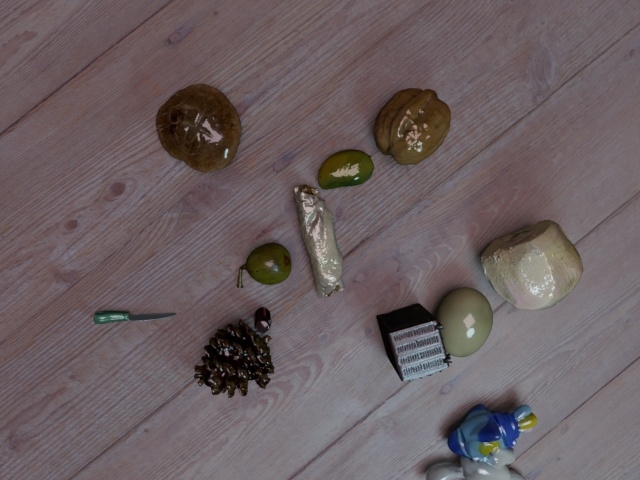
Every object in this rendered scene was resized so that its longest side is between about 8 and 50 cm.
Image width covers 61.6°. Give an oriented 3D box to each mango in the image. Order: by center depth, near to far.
[{"bbox_3d":[0.082,-0.238,1.775,0.191,0.085,0.122,-9,100,-6],"label":"mango"}]

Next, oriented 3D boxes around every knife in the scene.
[{"bbox_3d":[-0.608,0.250,1.758,0.260,0.063,0.035,-1,100,-6],"label":"knife"}]

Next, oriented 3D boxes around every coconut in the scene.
[{"bbox_3d":[0.707,0.093,1.773,0.297,0.297,0.255,-27,96,-3],"label":"coconut"}]

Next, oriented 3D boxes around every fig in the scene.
[{"bbox_3d":[-0.184,0.079,1.770,0.142,0.186,0.148,-41,127,-43],"label":"fig"}]

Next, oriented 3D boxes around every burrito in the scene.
[{"bbox_3d":[0.000,0.000,1.797,0.117,0.076,0.392,-16,99,-11],"label":"burrito"}]

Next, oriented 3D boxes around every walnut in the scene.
[{"bbox_3d":[0.296,-0.373,1.721,0.224,0.257,0.257,35,91,24],"label":"walnut"}]

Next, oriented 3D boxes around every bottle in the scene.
[{"bbox_3d":[-0.188,0.261,1.754,0.060,0.164,0.060,-1,95,-6],"label":"bottle"}]

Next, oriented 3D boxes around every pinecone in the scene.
[{"bbox_3d":[-0.269,0.392,1.736,0.257,0.243,0.243,-43,99,13],"label":"pinecone"}]

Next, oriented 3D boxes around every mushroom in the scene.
[{"bbox_3d":[-0.382,-0.350,1.684,0.278,0.146,0.278,0,95,1],"label":"mushroom"}]

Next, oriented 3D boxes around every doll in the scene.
[{"bbox_3d":[0.584,0.728,1.893,0.375,0.187,0.366,3,105,-29],"label":"doll"}]

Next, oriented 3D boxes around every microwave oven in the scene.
[{"bbox_3d":[0.306,0.335,1.779,0.178,0.247,0.188,-19,96,-1],"label":"microwave oven"}]

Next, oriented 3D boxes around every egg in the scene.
[{"bbox_3d":[0.484,0.278,1.819,0.185,0.186,0.242,9,96,-7],"label":"egg"}]
